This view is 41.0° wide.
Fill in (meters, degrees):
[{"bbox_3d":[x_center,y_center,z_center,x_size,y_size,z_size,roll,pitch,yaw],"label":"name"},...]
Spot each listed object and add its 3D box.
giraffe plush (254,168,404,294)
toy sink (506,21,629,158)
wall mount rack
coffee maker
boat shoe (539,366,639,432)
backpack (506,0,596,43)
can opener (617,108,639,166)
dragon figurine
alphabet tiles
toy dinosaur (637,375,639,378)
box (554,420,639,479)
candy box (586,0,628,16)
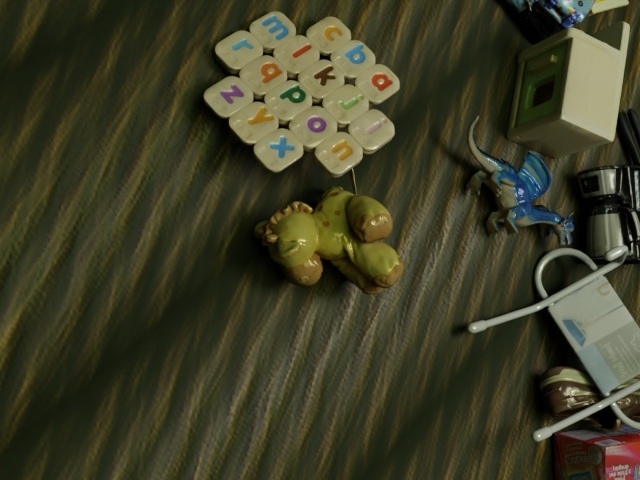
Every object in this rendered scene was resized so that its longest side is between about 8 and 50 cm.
[{"bbox_3d":[0.000,0.000,1.278,0.170,0.181,0.210,-20,84,-19],"label":"giraffe plush"},{"bbox_3d":[0.439,-0.287,1.531,0.131,0.152,0.234,18,76,-23],"label":"toy sink"},{"bbox_3d":[0.434,0.173,1.434,0.304,0.130,0.350,-30,67,3],"label":"wall mount rack"},{"bbox_3d":[0.556,-0.046,1.591,0.171,0.120,0.178,5,81,-50],"label":"coffee maker"},{"bbox_3d":[0.506,0.295,1.505,0.257,0.095,0.095,9,52,-11],"label":"boat shoe"},{"bbox_3d":[0.411,-0.475,1.562,0.173,0.117,0.158,44,66,-12],"label":"backpack"},{"bbox_3d":[0.625,-0.168,1.661,0.059,0.073,0.186,-11,79,-19],"label":"can opener"},{"bbox_3d":[0.340,-0.101,1.492,0.144,0.085,0.289,-34,103,-28],"label":"dragon figurine"},{"bbox_3d":[-0.025,-0.226,1.309,0.278,0.021,0.284,-38,77,-25],"label":"alphabet tiles"},{"bbox_3d":[0.708,0.219,1.619,0.200,0.127,0.295,49,60,-5],"label":"toy dinosaur"},{"bbox_3d":[0.550,0.394,1.504,0.256,0.128,0.123,-1,90,-27],"label":"box"},{"bbox_3d":[0.532,-0.550,1.680,0.105,0.027,0.206,-20,93,-29],"label":"candy box"}]
